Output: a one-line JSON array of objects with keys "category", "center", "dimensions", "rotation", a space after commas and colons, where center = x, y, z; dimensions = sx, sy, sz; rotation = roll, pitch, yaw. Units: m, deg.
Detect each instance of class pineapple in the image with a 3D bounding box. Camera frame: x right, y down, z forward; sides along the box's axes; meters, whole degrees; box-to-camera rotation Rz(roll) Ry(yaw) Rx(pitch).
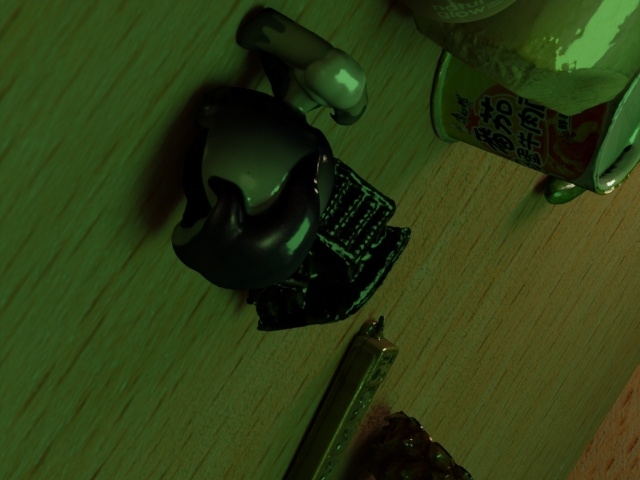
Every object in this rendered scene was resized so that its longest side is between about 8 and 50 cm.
[{"category": "pineapple", "center": [0.087, 0.409, 1.901], "dimensions": [0.271, 0.262, 0.262], "rotation": [-41, 153, -10]}]

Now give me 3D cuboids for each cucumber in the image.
[{"category": "cucumber", "center": [0.394, -0.104, 2.078], "dimensions": [0.250, 0.056, 0.056], "rotation": [-32, 145, -42]}]

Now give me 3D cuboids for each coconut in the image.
[{"category": "coconut", "center": [0.227, -0.261, 1.340], "dimensions": [0.244, 0.239, 0.239], "rotation": [-59, 157, 13]}]

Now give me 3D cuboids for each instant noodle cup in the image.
[{"category": "instant noodle cup", "center": [0.274, -0.184, 1.564], "dimensions": [0.264, 0.200, 0.264], "rotation": [-43, 152, -30]}]

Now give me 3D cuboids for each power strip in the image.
[{"category": "power strip", "center": [0.019, 0.230, 1.729], "dimensions": [0.064, 0.044, 0.305], "rotation": [4, 114, -63]}]

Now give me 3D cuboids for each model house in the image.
[{"category": "model house", "center": [-0.004, 0.006, 1.342], "dimensions": [0.165, 0.106, 0.152], "rotation": [-56, 159, -18]}]

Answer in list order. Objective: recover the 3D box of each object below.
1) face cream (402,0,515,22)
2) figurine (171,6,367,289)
[{"category": "face cream", "center": [0.112, -0.272, 1.195], "dimensions": [0.149, 0.149, 0.104], "rotation": [-58, 157, -3]}, {"category": "figurine", "center": [-0.036, -0.062, 1.157], "dimensions": [0.222, 0.145, 0.145], "rotation": [-62, 157, -6]}]
